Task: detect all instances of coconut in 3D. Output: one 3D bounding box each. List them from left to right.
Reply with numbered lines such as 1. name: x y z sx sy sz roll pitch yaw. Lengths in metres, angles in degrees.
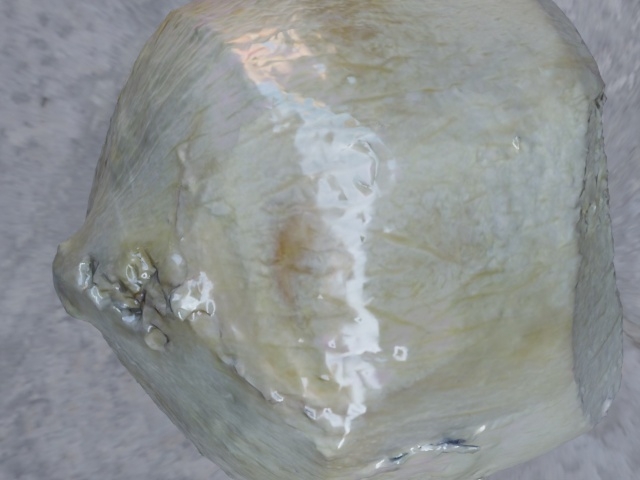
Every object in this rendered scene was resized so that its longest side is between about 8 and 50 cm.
1. coconut: 0.000 0.000 1.096 0.405 0.404 0.404 0 89 8
